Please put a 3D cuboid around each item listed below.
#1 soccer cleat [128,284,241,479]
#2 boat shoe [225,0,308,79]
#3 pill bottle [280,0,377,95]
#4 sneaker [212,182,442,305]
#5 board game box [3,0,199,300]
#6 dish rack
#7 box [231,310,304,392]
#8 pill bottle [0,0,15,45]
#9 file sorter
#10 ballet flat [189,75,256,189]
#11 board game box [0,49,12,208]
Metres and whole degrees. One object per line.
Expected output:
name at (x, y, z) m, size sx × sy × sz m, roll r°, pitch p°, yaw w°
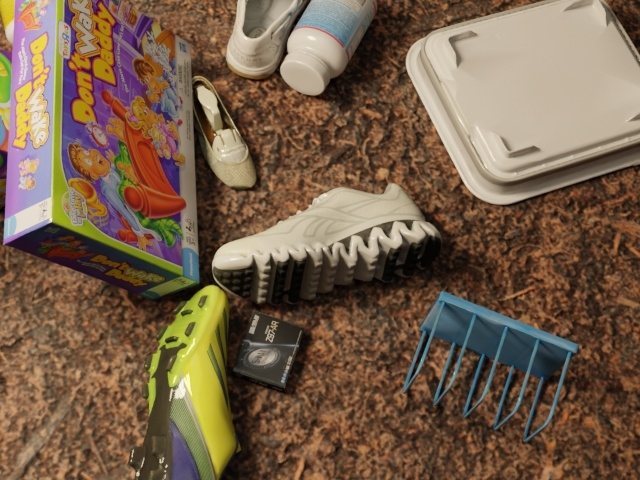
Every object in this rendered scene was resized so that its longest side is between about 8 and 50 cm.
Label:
soccer cleat at (-0.140, 0.190, 1.296) m, size 0.121 × 0.093 × 0.289 m, roll 28°, pitch 54°, yaw -29°
boat shoe at (-0.060, -0.355, 1.556) m, size 0.098 × 0.096 × 0.277 m, roll 13°, pitch 63°, yaw -2°
pill bottle at (0.009, -0.277, 1.534) m, size 0.087 × 0.087 × 0.160 m, roll 26°, pitch 63°, yaw 4°
sneaker at (0.000, 0.000, 1.395) m, size 0.292 × 0.110 × 0.118 m, roll -9°, pitch 58°, yaw -22°
board game box at (-0.255, -0.127, 1.345) m, size 0.078 × 0.233 × 0.347 m, roll -21°, pitch 61°, yaw 30°
dish rack at (0.313, -0.215, 1.562) m, size 0.333 × 0.072 × 0.285 m, roll -18°, pitch 69°, yaw -16°
box at (-0.063, 0.133, 1.359) m, size 0.067 × 0.018 × 0.083 m, roll 19°, pitch 63°, yaw 0°
pill bottle at (-0.387, -0.293, 1.492) m, size 0.065 × 0.065 × 0.116 m, roll -11°, pitch 66°, yaw -14°
file sorter at (0.195, 0.154, 1.336) m, size 0.170 × 0.118 × 0.104 m, roll 21°, pitch 67°, yaw 2°
ballet flat at (-0.134, -0.141, 1.463) m, size 0.057 × 0.052 × 0.168 m, roll -25°, pitch 70°, yaw -19°
board game box at (-0.460, -0.152, 1.292) m, size 0.275 × 0.142 × 0.144 m, roll 17°, pitch 56°, yaw -43°
